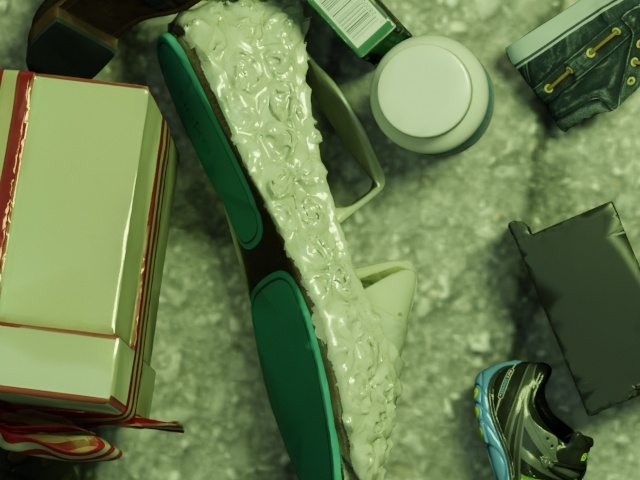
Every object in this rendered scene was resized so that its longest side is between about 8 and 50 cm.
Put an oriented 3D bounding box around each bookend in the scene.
[{"bbox_3d":[0.242,0.029,1.445,0.156,0.072,0.157,-24,87,7],"label":"bookend"}]

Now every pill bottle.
[{"bbox_3d":[0.082,-0.106,1.419,0.087,0.160,0.087,0,91,7],"label":"pill bottle"}]

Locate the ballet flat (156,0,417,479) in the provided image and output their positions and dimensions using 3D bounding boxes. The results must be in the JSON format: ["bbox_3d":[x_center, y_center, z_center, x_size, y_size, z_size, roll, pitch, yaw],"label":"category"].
[{"bbox_3d":[0.000,0.000,1.453,0.147,0.147,0.409,-19,89,8],"label":"ballet flat"}]

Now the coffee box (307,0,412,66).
[{"bbox_3d":[-0.010,-0.212,1.454,0.040,0.113,0.184,-43,84,8],"label":"coffee box"}]

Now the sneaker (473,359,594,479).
[{"bbox_3d":[0.174,0.180,1.459,0.078,0.067,0.188,-19,86,14],"label":"sneaker"}]

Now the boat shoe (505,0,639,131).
[{"bbox_3d":[0.233,-0.157,1.435,0.183,0.065,0.083,-32,93,29],"label":"boat shoe"}]

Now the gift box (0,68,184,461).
[{"bbox_3d":[-0.223,0.029,1.423,0.255,0.276,0.258,6,79,8],"label":"gift box"}]

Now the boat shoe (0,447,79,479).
[{"bbox_3d":[-0.219,0.306,1.502,0.120,0.122,0.324,-11,97,40],"label":"boat shoe"}]

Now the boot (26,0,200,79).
[{"bbox_3d":[-0.142,-0.215,1.448,0.219,0.082,0.106,-32,42,28],"label":"boot"}]
